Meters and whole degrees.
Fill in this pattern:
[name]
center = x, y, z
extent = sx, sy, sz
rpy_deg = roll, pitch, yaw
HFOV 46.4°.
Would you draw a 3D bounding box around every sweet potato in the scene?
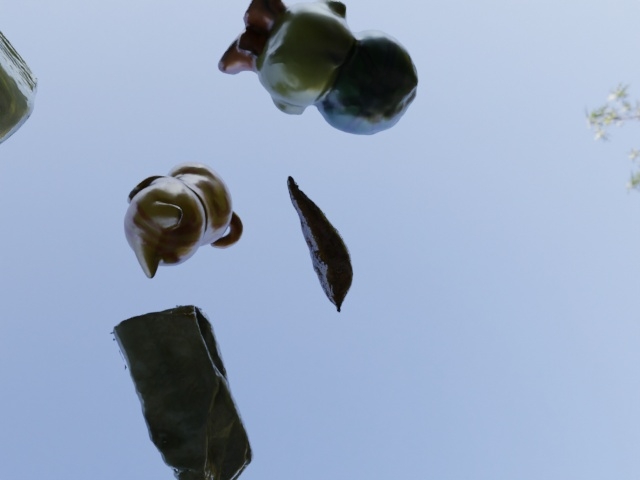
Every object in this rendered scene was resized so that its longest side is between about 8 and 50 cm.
[sweet potato]
center = 0.005, 0.000, 1.158
extent = 0.068, 0.068, 0.226
rpy_deg = -19, -94, -34

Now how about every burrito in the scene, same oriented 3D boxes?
[burrito]
center = -0.214, 0.275, 1.272
extent = 0.331, 0.135, 0.190
rpy_deg = 66, -170, 12

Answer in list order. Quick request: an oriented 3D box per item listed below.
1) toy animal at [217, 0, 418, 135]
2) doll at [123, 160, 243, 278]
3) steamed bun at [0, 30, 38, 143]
[toy animal]
center = 0.007, -0.303, 1.292
extent = 0.338, 0.191, 0.216
rpy_deg = 25, -74, -6
[doll]
center = -0.257, -0.045, 1.357
extent = 0.269, 0.162, 0.166
rpy_deg = -36, -33, -65
[steamed bun]
center = -0.519, -0.194, 0.888
extent = 0.272, 0.273, 0.290
rpy_deg = -42, -58, 0
